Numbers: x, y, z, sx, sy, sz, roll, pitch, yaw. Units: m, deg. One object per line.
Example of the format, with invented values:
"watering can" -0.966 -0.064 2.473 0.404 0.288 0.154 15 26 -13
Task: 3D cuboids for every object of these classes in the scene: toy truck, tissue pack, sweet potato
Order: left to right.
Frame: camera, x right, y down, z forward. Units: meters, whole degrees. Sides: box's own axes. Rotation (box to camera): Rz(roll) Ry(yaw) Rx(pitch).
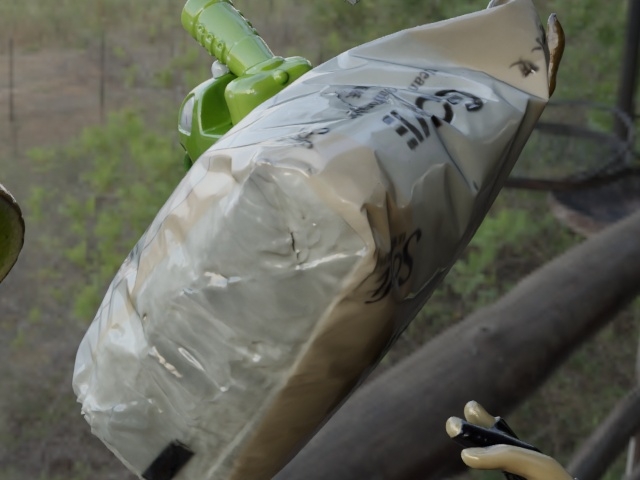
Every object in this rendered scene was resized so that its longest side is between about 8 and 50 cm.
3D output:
"toy truck" -0.064 -0.134 1.313 0.148 0.210 0.187 -23 38 -24
"tissue pack" 0.000 0.000 1.013 0.195 0.390 0.375 41 41 6
"sweet potato" 0.275 -0.212 1.544 0.026 0.115 0.026 8 1 0

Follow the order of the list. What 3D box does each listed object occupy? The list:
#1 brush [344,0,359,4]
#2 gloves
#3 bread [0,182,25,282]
"brush" -0.061 -0.320 1.019 0.314 0.090 0.017 41 1 -13
"gloves" 0.239 0.329 1.531 0.152 0.301 0.197 -23 -12 -41
"bread" -0.479 0.009 1.628 0.236 0.236 0.070 -10 39 -41
